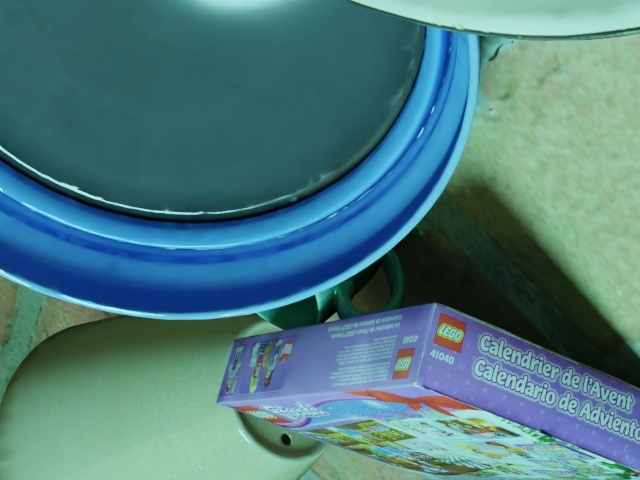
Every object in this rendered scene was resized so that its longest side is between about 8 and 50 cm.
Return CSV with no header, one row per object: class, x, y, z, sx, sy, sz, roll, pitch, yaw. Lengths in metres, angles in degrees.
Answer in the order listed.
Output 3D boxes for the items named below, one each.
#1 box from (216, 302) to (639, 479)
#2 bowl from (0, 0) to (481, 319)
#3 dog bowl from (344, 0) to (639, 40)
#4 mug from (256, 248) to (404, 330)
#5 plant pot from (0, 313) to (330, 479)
box,0.078,0.115,1.024,0.201,0.057,0.293,23,162,-24
bowl,-0.103,-0.120,0.858,0.391,0.077,0.391,3,130,4
dog bowl,0.052,-0.271,0.484,0.408,0.150,0.408,22,144,17
mug,-0.006,-0.001,1.064,0.157,0.097,0.129,52,153,-5
plant pot,-0.115,0.162,1.318,0.274,0.256,0.256,-26,103,46
